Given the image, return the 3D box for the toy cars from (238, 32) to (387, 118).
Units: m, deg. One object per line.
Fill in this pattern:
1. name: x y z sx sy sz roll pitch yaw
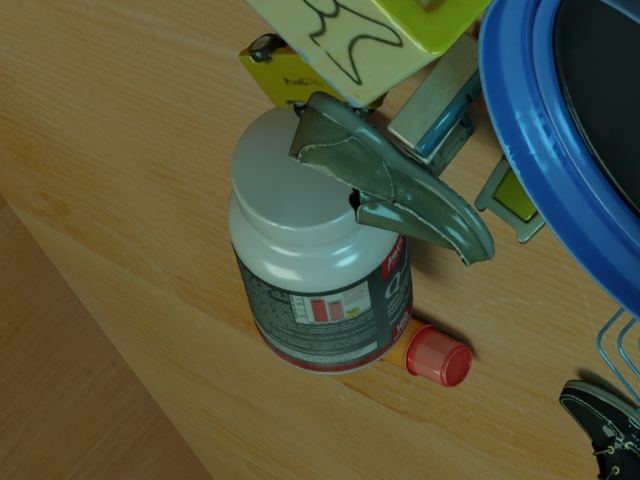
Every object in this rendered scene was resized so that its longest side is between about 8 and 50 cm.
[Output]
1. toy cars: 0.015 -0.236 1.896 0.176 0.087 0.393 34 158 9

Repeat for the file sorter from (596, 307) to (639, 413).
1. file sorter: 0.375 0.103 1.860 0.104 0.118 0.170 50 161 -14

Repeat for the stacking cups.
1. stacking cups: 0.071 0.123 2.576 0.316 0.096 0.096 27 156 36

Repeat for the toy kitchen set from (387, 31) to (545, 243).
1. toy kitchen set: 0.178 -0.096 1.873 0.166 0.122 0.207 39 -178 10

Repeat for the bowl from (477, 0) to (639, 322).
1. bowl: 0.291 -0.070 1.572 0.391 0.077 0.391 46 160 23

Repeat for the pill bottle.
1. pill bottle: 0.000 0.000 2.246 0.210 0.210 0.363 35 161 22

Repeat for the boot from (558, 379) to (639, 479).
1. boot: 0.347 0.301 2.259 0.236 0.178 0.085 43 162 -4

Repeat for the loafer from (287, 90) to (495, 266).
1. loafer: 0.069 -0.048 1.903 0.251 0.087 0.094 38 -178 -8

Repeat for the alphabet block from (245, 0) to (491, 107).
1. alphabet block: 0.057 -0.255 1.582 0.192 0.193 0.197 43 162 -7
